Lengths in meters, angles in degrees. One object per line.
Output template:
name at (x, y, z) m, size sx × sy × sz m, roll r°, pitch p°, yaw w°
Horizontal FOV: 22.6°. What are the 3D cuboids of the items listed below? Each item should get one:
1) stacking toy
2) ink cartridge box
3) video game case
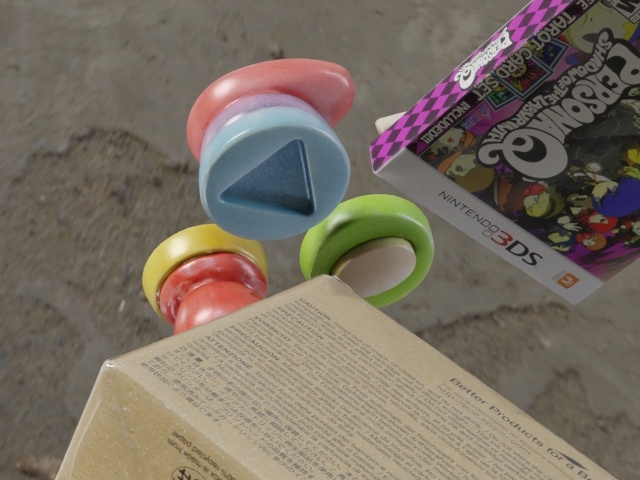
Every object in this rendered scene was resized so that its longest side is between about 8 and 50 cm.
stacking toy at (0.000, 0.000, 1.446) m, size 0.280 × 0.130 × 0.309 m, roll 1°, pitch 131°, yaw -18°
ink cartridge box at (0.027, 0.128, 0.746) m, size 0.235 × 0.193 × 0.088 m, roll 35°, pitch 116°, yaw 22°
video game case at (0.187, -0.074, 1.111) m, size 0.210 × 0.041 × 0.232 m, roll 32°, pitch 124°, yaw -28°
